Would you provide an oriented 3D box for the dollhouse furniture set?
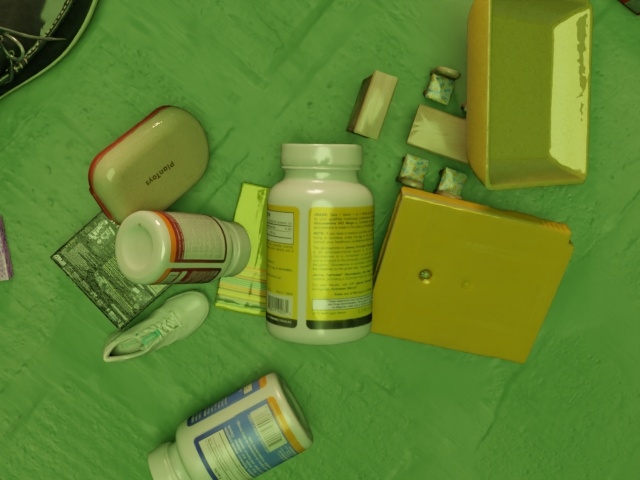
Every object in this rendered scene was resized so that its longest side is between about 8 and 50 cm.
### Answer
[{"bbox_3d":[0.180,-0.198,1.446,0.242,0.161,0.212,18,95,-5],"label":"dollhouse furniture set"}]

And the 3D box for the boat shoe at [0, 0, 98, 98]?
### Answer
[{"bbox_3d":[-0.559,-0.337,1.392,0.500,0.156,0.187,-42,95,1],"label":"boat shoe"}]

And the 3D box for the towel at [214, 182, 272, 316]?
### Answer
[{"bbox_3d":[-0.121,0.018,1.526,0.102,0.021,0.237,12,95,-10],"label":"towel"}]

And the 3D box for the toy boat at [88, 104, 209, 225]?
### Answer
[{"bbox_3d":[-0.308,-0.137,1.440,0.231,0.151,0.151,-43,131,-23],"label":"toy boat"}]

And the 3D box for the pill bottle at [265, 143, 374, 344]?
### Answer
[{"bbox_3d":[0.000,0.000,1.445,0.187,0.188,0.334,1,97,-3],"label":"pill bottle"}]

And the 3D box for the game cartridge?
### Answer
[{"bbox_3d":[0.260,0.068,1.496,0.323,0.053,0.285,12,116,-7],"label":"game cartridge"}]

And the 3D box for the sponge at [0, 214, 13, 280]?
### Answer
[{"bbox_3d":[-0.666,0.026,1.487,0.210,0.031,0.117,-7,97,-2],"label":"sponge"}]

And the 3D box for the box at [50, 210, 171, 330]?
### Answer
[{"bbox_3d":[-0.359,0.042,1.484,0.147,0.077,0.180,-42,97,2],"label":"box"}]

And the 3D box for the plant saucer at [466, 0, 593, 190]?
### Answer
[{"bbox_3d":[0.348,-0.258,1.423,0.332,0.081,0.333,-7,99,-44],"label":"plant saucer"}]

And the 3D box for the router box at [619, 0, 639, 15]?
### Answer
[{"bbox_3d":[0.560,-0.625,1.458,0.301,0.082,0.335,36,93,-6],"label":"router box"}]

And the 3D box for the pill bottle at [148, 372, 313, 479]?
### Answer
[{"bbox_3d":[-0.163,0.364,1.496,0.272,0.152,0.152,-29,97,1],"label":"pill bottle"}]

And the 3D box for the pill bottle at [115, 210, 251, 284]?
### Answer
[{"bbox_3d":[-0.227,0.014,1.411,0.121,0.221,0.121,-1,88,35],"label":"pill bottle"}]

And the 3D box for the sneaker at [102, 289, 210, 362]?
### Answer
[{"bbox_3d":[-0.294,0.164,1.494,0.212,0.094,0.080,-31,96,0],"label":"sneaker"}]
